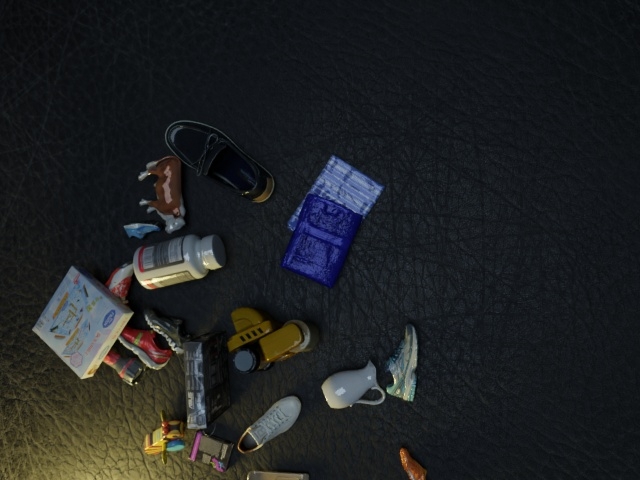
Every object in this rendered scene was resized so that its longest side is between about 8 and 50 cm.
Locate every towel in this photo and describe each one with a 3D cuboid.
[{"bbox_3d":[0.000,0.000,1.809,0.228,0.076,0.308,22,92,7],"label":"towel"},{"bbox_3d":[0.053,-0.129,1.856,0.243,0.040,0.335,34,95,8],"label":"towel"}]

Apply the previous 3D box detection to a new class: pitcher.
[{"bbox_3d":[0.125,0.555,1.797,0.207,0.125,0.177,-24,100,-2],"label":"pitcher"}]

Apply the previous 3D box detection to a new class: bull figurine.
[{"bbox_3d":[-0.623,-0.182,1.947,0.189,0.101,0.309,1,90,12],"label":"bull figurine"}]

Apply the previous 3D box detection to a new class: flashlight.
[{"bbox_3d":[-0.852,0.469,1.975,0.304,0.103,0.103,29,95,9],"label":"flashlight"}]

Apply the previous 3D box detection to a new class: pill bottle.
[{"bbox_3d":[-0.540,0.074,1.889,0.319,0.176,0.176,-13,87,10],"label":"pill bottle"}]

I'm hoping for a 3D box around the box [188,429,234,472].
[{"bbox_3d":[-0.432,0.834,1.930,0.162,0.029,0.115,17,93,11],"label":"box"}]

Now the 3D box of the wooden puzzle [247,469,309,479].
[{"bbox_3d":[-0.159,0.999,1.874,0.239,0.044,0.220,-1,88,6],"label":"wooden puzzle"}]

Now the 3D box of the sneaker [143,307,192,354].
[{"bbox_3d":[-0.601,0.339,1.949,0.234,0.078,0.106,45,94,4],"label":"sneaker"}]

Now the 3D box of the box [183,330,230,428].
[{"bbox_3d":[-0.420,0.512,1.827,0.077,0.242,0.307,-4,89,10],"label":"box"}]

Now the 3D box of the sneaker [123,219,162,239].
[{"bbox_3d":[-0.719,-0.041,1.993,0.162,0.063,0.073,-4,106,14],"label":"sneaker"}]

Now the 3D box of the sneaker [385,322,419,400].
[{"bbox_3d":[0.295,0.438,1.767,0.122,0.110,0.282,5,90,14],"label":"sneaker"}]

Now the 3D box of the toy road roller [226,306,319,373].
[{"bbox_3d":[-0.193,0.340,1.815,0.330,0.202,0.240,-26,73,9],"label":"toy road roller"}]

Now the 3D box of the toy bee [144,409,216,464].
[{"bbox_3d":[-0.586,0.737,1.889,0.298,0.162,0.195,-42,49,1],"label":"toy bee"}]

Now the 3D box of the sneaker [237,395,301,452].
[{"bbox_3d":[-0.192,0.708,1.843,0.290,0.123,0.106,-43,80,5],"label":"sneaker"}]

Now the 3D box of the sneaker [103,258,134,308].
[{"bbox_3d":[-0.806,0.210,1.981,0.270,0.090,0.145,-44,83,10],"label":"sneaker"}]

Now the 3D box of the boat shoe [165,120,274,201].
[{"bbox_3d":[-0.403,-0.319,1.885,0.500,0.156,0.186,35,97,10],"label":"boat shoe"}]

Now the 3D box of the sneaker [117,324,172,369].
[{"bbox_3d":[-0.716,0.396,1.968,0.279,0.107,0.118,39,81,3],"label":"sneaker"}]

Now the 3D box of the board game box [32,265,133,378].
[{"bbox_3d":[-0.943,0.318,1.928,0.318,0.066,0.318,37,96,17],"label":"board game box"}]

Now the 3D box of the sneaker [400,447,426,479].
[{"bbox_3d":[0.346,0.834,1.782,0.068,0.064,0.175,-27,89,-11],"label":"sneaker"}]
